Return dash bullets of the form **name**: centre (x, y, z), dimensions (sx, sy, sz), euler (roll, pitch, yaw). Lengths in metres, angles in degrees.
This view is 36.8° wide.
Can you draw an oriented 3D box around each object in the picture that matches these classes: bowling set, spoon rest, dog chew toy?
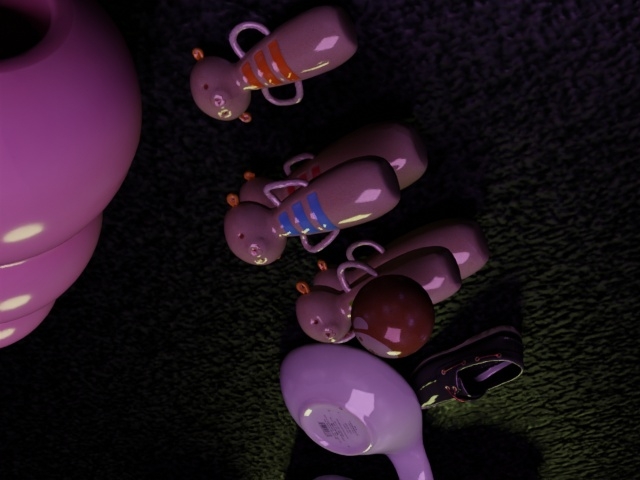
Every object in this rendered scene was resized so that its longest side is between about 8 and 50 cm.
- **bowling set**: centre (0.000, 0.000, 0.675), dimensions (0.154, 0.200, 0.287), euler (-21, 124, 24)
- **spoon rest**: centre (0.052, 0.200, 0.939), dimensions (0.137, 0.084, 0.276), euler (-6, 123, 31)
- **dog chew toy**: centre (-0.238, -0.036, 0.663), dimensions (0.206, 0.207, 0.332), euler (14, 141, -8)

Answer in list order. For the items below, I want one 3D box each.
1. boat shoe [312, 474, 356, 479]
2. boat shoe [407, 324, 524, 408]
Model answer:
- **boat shoe**: centre (0.103, 0.357, 1.052), dimensions (0.301, 0.108, 0.102), euler (22, 139, -3)
- **boat shoe**: centre (0.129, 0.124, 0.881), dimensions (0.049, 0.042, 0.133), euler (35, 128, -29)
